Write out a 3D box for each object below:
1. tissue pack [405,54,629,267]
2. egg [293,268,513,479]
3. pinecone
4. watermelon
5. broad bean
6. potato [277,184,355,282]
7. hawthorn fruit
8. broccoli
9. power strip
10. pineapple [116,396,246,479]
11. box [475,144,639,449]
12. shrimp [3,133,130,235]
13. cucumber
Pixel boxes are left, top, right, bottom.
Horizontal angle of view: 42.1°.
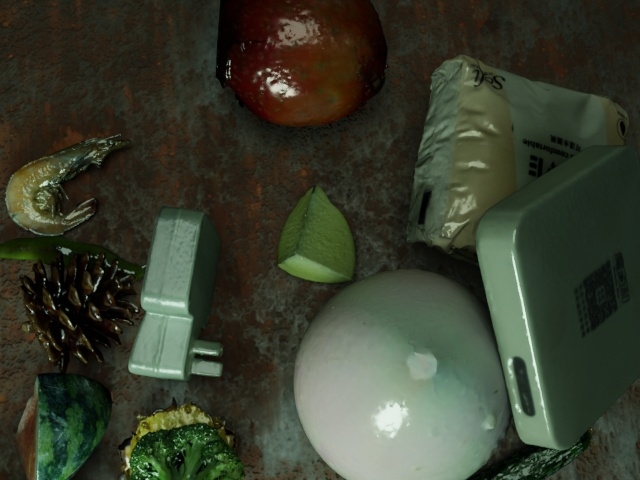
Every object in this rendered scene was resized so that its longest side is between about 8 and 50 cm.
[{"bbox_3d":[0.338,-0.105,1.407,0.376,0.195,0.389,12,77,-18],"label":"tissue pack"},{"bbox_3d":[0.132,0.208,1.260,0.355,0.340,0.354,0,76,1],"label":"egg"},{"bbox_3d":[-0.392,0.109,1.365,0.208,0.208,0.207,0,77,1],"label":"pinecone"},{"bbox_3d":[-0.417,0.324,1.336,0.136,0.202,0.207,16,61,-18],"label":"watermelon"},{"bbox_3d":[-0.451,0.024,1.462,0.298,0.043,0.060,9,89,4],"label":"broad bean"},{"bbox_3d":[0.000,0.000,1.458,0.120,0.081,0.149,28,59,-23],"label":"potato"},{"bbox_3d":[-0.044,-0.328,1.414,0.316,0.316,0.315,0,77,1],"label":"hawthorn fruit"},{"bbox_3d":[-0.204,0.368,1.255,0.196,0.156,0.195,-3,118,-5],"label":"broccoli"},{"bbox_3d":[-0.210,0.096,1.345,0.141,0.229,0.260,8,77,2],"label":"power strip"},{"bbox_3d":[-0.227,0.365,1.363,0.225,0.076,0.224,0,81,0],"label":"pineapple"},{"bbox_3d":[0.386,0.074,1.245,0.373,0.091,0.367,-28,111,-39],"label":"box"},{"bbox_3d":[-0.444,-0.102,1.491,0.251,0.052,0.143,-30,89,2],"label":"shrimp"},{"bbox_3d":[0.319,0.383,1.356,0.294,0.067,0.067,-29,78,-7],"label":"cucumber"}]
